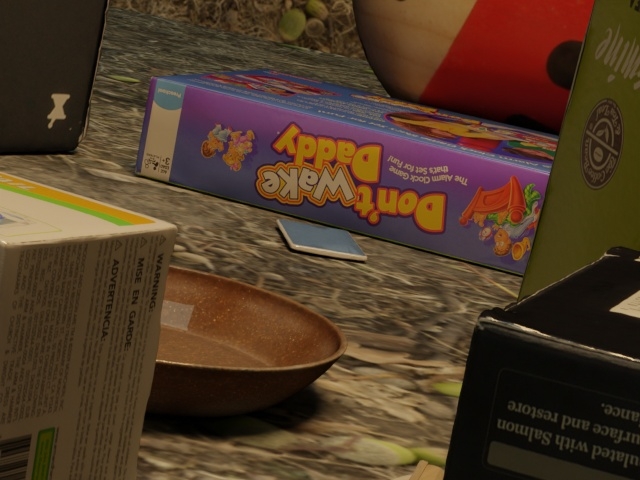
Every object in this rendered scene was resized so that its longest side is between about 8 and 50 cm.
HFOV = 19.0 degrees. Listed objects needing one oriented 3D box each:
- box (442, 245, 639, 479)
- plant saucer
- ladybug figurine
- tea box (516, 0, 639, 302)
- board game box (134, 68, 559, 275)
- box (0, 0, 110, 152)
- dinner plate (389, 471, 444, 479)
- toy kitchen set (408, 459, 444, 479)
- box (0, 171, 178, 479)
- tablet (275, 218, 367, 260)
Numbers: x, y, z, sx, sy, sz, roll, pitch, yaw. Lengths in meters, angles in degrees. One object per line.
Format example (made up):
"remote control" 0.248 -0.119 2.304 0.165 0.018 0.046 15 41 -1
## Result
"box" 0.090 0.094 0.522 0.093 0.158 0.156 14 12 19
"plant saucer" -0.087 0.046 0.920 0.199 0.036 0.198 10 11 -2
"ladybug figurine" 0.229 -0.137 1.642 0.449 0.162 0.305 21 -34 -3
"tea box" 0.252 -0.004 0.690 0.220 0.323 0.329 7 19 -23
"board game box" 0.064 -0.058 1.493 0.347 0.078 0.233 15 11 19
"box" -0.476 -0.252 1.400 0.472 0.297 0.480 20 14 32
"dinner plate" 0.088 0.123 0.754 0.141 0.017 0.141 10 12 -2
"toy kitchen set" 0.059 0.115 0.626 0.075 0.068 0.083 13 11 11
"box" -0.173 0.025 0.738 0.203 0.114 0.103 16 11 29
"tablet" 0.000 0.000 1.323 0.054 0.006 0.083 9 12 -11
